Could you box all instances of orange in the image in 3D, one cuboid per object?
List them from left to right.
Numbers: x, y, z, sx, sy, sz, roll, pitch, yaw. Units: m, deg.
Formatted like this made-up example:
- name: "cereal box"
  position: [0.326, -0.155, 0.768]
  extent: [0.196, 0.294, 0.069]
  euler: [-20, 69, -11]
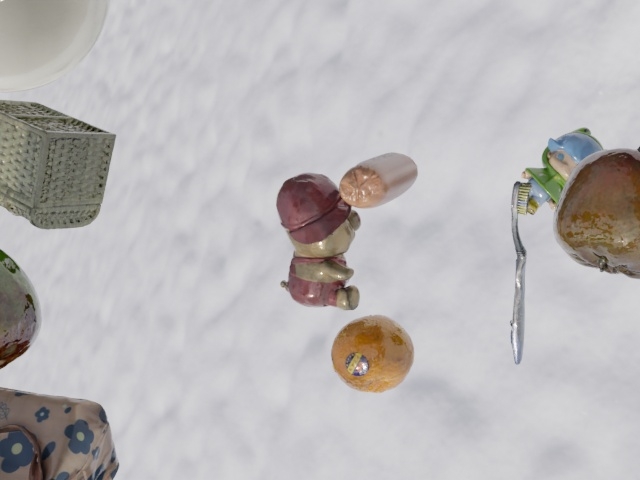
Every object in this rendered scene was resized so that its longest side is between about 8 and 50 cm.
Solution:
- name: "orange"
  position: [0.109, 0.237, 1.749]
  extent: [0.178, 0.177, 0.155]
  euler: [-53, 28, 31]

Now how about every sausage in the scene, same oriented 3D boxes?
- name: "sausage"
  position: [0.109, -0.109, 1.479]
  extent: [0.086, 0.086, 0.289]
  euler: [-61, -12, 18]

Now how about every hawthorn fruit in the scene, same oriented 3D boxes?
- name: "hawthorn fruit"
  position: [0.629, -0.076, 1.698]
  extent: [0.267, 0.267, 0.301]
  euler: [24, 92, 64]

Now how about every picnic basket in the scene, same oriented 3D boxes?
- name: "picnic basket"
  position: [-0.428, -0.112, 1.234]
  extent: [0.196, 0.134, 0.154]
  euler: [22, 107, 30]

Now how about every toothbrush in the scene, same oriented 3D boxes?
- name: "toothbrush"
  position: [0.421, 0.075, 1.764]
  extent: [0.042, 0.035, 0.414]
  euler: [10, 113, 35]

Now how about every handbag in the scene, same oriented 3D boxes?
- name: "handbag"
  position: [-0.449, 0.342, 1.232]
  extent: [0.193, 0.251, 0.190]
  euler: [-70, -18, -54]

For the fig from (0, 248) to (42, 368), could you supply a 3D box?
- name: "fig"
  position: [-0.441, 0.086, 1.024]
  extent: [0.181, 0.180, 0.191]
  euler: [18, 120, 64]

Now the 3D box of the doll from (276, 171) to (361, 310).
- name: "doll"
  position: [0.003, -0.001, 1.561]
  extent: [0.196, 0.152, 0.256]
  euler: [14, 121, 49]

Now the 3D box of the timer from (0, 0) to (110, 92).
- name: "timer"
  position: [-0.332, -0.264, 0.846]
  extent: [0.234, 0.233, 0.240]
  euler: [-65, 25, 11]

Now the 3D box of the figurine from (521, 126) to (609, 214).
- name: "figurine"
  position: [0.621, -0.177, 2.149]
  extent: [0.263, 0.143, 0.162]
  euler: [-40, 72, -2]
